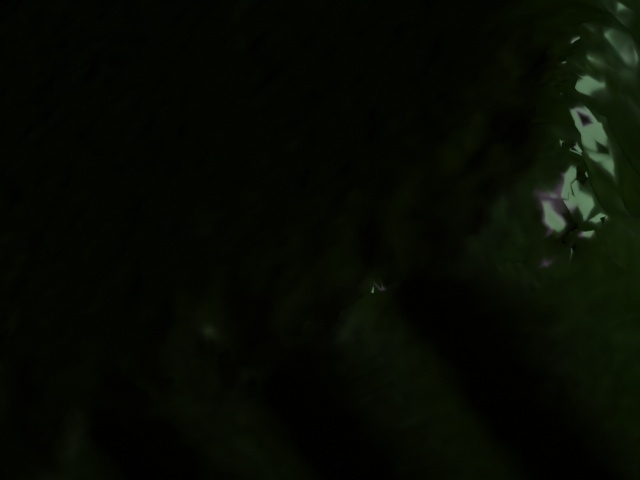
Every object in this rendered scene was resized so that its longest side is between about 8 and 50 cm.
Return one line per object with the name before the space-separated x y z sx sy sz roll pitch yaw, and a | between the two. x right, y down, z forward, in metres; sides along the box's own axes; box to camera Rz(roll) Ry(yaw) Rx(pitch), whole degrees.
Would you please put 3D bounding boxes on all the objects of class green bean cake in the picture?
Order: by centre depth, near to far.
green bean cake | 0.000 0.000 0.561 0.156 0.247 0.250 52 27 -35
